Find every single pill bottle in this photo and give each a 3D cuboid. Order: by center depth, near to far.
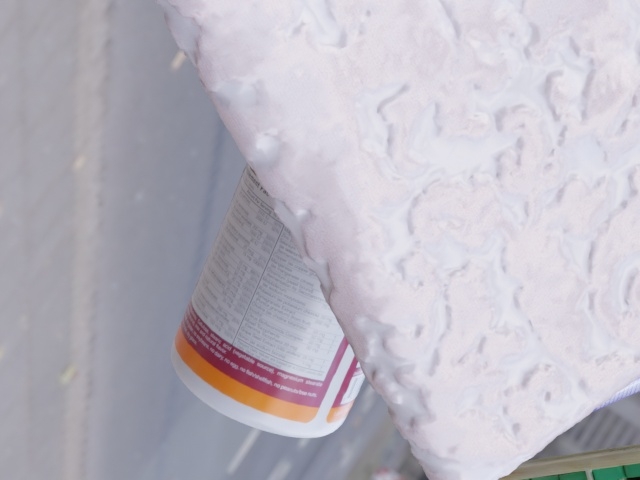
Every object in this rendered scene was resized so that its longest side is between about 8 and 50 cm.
[{"bbox_3d":[0.000,0.000,1.127,0.221,0.121,0.121,-66,169,17],"label":"pill bottle"}]

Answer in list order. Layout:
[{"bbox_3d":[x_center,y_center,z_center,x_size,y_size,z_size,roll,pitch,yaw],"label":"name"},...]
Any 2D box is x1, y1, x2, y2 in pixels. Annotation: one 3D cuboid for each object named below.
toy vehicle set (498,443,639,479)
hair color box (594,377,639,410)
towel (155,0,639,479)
[{"bbox_3d":[0.223,0.206,1.128,0.035,0.166,0.267,-11,175,-39],"label":"toy vehicle set"},{"bbox_3d":[0.317,0.029,1.726,0.338,0.185,0.110,-23,165,-1],"label":"hair color box"},{"bbox_3d":[0.117,-0.080,0.920,0.317,0.332,0.053,-33,-159,-11],"label":"towel"}]
